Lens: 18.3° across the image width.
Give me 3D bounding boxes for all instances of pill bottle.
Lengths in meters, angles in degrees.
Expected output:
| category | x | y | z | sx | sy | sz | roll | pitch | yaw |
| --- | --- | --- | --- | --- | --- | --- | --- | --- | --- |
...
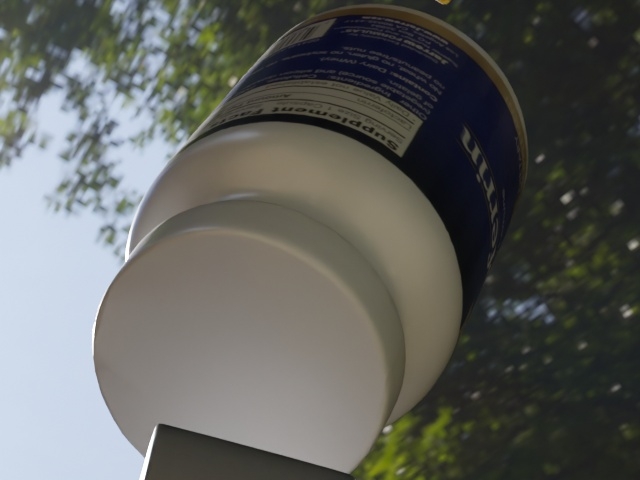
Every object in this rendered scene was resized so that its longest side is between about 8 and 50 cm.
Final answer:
| category | x | y | z | sx | sy | sz | roll | pitch | yaw |
| --- | --- | --- | --- | --- | --- | --- | --- | --- | --- |
| pill bottle | 0.000 | 0.000 | 0.903 | 0.153 | 0.153 | 0.264 | 38 | -151 | -3 |

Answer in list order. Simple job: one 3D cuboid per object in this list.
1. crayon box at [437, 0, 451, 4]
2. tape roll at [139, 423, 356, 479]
| category | x | y | z | sx | sy | sz | roll | pitch | yaw |
| --- | --- | --- | --- | --- | --- | --- | --- | --- | --- |
| crayon box | 0.030 | -0.269 | 1.102 | 0.203 | 0.323 | 0.083 | 32 | -121 | 8 |
| tape roll | -0.049 | 0.175 | 0.661 | 0.072 | 0.219 | 0.219 | 14 | -113 | -4 |
